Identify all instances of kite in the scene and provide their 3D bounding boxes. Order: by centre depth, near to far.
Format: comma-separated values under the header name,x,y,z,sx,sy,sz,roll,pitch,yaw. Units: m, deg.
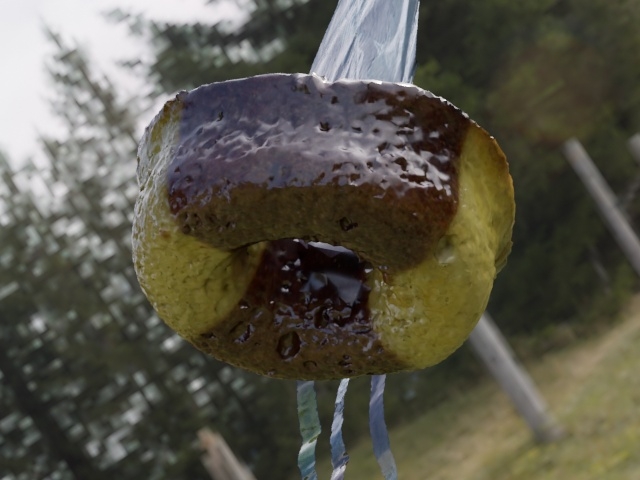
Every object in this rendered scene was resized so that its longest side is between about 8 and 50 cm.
name,x,y,z,sx,sy,sz,roll,pitch,yaw
kite,0.015,-0.015,0.766,0.015,0.310,0.169,13,-40,-16

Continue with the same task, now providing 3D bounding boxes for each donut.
name,x,y,z,sx,sy,sz,roll,pitch,yaw
donut,0.000,0.000,0.623,0.140,0.140,0.059,-38,29,45
